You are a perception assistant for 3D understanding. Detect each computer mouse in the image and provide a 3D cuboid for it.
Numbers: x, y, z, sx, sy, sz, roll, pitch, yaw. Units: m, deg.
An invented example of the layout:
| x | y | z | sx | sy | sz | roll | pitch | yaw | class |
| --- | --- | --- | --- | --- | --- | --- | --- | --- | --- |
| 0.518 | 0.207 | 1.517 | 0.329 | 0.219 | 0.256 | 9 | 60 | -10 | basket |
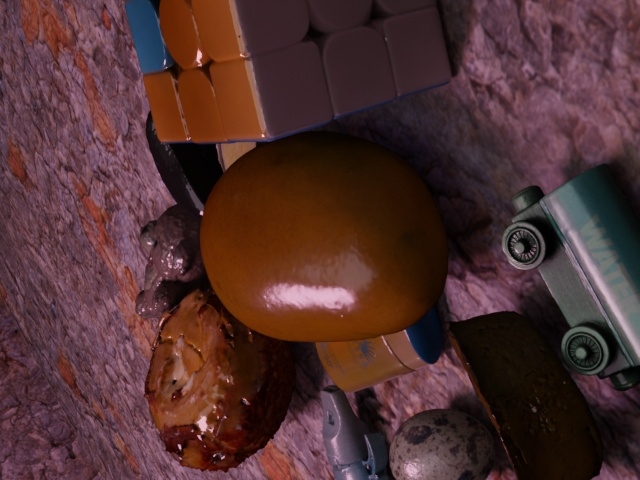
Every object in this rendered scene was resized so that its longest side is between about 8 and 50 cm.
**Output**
| x | y | z | sx | sy | sz | roll | pitch | yaw | class |
| --- | --- | --- | --- | --- | --- | --- | --- | --- | --- |
| -0.215 | -0.126 | 1.670 | 0.086 | 0.137 | 0.270 | -40 | 76 | 48 | computer mouse |

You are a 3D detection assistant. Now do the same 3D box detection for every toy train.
| x | y | z | sx | sy | sz | roll | pitch | yaw | class |
| --- | --- | --- | --- | --- | --- | --- | --- | --- | --- |
| 0.307 | 0.037 | 1.031 | 0.159 | 0.101 | 0.248 | -34 | 79 | 42 | toy train |

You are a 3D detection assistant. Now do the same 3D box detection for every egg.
| x | y | z | sx | sy | sz | roll | pitch | yaw | class |
| --- | --- | --- | --- | --- | --- | --- | --- | --- | --- |
| 0.174 | 0.303 | 1.340 | 0.172 | 0.132 | 0.132 | -30 | 83 | 49 | egg |

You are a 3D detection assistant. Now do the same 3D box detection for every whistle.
| x | y | z | sx | sy | sz | roll | pitch | yaw | class |
| --- | --- | --- | --- | --- | --- | --- | --- | --- | --- |
| 0.057 | 0.372 | 1.589 | 0.186 | 0.093 | 0.274 | 9 | 117 | 67 | whistle |

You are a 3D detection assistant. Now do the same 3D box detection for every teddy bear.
| x | y | z | sx | sy | sz | roll | pitch | yaw | class |
| --- | --- | --- | --- | --- | --- | --- | --- | --- | --- |
| -0.279 | 0.043 | 1.848 | 0.267 | 0.151 | 0.236 | 102 | 176 | -50 | teddy bear |

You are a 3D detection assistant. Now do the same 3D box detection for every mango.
| x | y | z | sx | sy | sz | roll | pitch | yaw | class |
| --- | --- | --- | --- | --- | --- | --- | --- | --- | --- |
| 0.000 | 0.000 | 1.312 | 0.445 | 0.232 | 0.300 | 12 | 90 | 53 | mango |

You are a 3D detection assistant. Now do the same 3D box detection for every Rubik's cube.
| x | y | z | sx | sy | sz | roll | pitch | yaw | class |
| --- | --- | --- | --- | --- | --- | --- | --- | --- | --- |
| -0.055 | -0.292 | 1.185 | 0.291 | 0.290 | 0.291 | 8 | 115 | 56 | Rubik's cube |

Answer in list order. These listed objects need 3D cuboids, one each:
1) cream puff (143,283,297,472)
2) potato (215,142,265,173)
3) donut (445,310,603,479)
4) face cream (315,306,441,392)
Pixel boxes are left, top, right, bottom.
| x | y | z | sx | sy | sz | roll | pitch | yaw | class |
| --- | --- | --- | --- | --- | --- | --- | --- | --- | --- |
| -0.172 | 0.261 | 1.736 | 0.350 | 0.228 | 0.351 | -27 | 52 | 41 | cream puff |
| -0.104 | -0.157 | 1.542 | 0.164 | 0.081 | 0.201 | 37 | 134 | 52 | potato |
| 0.246 | 0.197 | 1.126 | 0.272 | 0.107 | 0.272 | -24 | -90 | -88 | donut |
| 0.085 | 0.144 | 1.440 | 0.285 | 0.067 | 0.139 | -34 | 78 | 58 | face cream |
